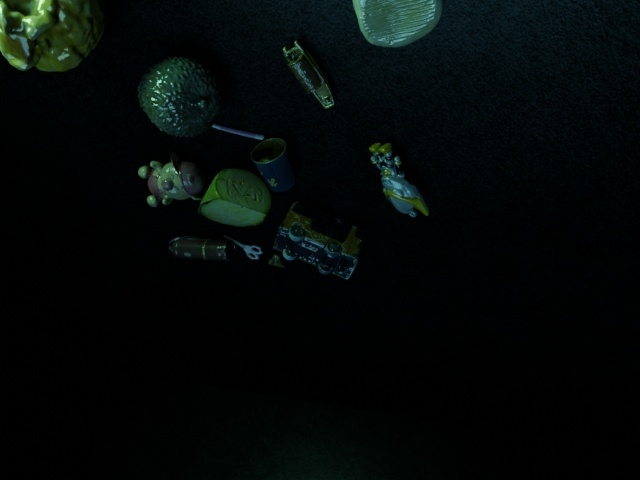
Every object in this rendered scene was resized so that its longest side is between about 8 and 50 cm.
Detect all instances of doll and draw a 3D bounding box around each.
[{"bbox_3d":[-0.575,-0.233,2.006,0.255,0.152,0.196,-7,135,26],"label":"doll"},{"bbox_3d":[0.267,-0.197,1.770,0.145,0.103,0.316,-8,128,33],"label":"doll"}]

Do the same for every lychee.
[{"bbox_3d":[-0.449,-0.461,1.656,0.274,0.255,0.255,27,152,43],"label":"lychee"}]

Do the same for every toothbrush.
[{"bbox_3d":[-0.336,-0.396,1.837,0.286,0.020,0.025,14,148,6],"label":"toothbrush"}]

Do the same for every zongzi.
[{"bbox_3d":[-0.181,0.091,2.309,0.083,0.040,0.076,21,134,-21],"label":"zongzi"}]

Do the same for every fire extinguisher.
[{"bbox_3d":[-0.551,0.044,2.341,0.340,0.105,0.142,2,141,20],"label":"fire extinguisher"}]

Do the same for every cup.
[{"bbox_3d":[-0.173,-0.271,1.848,0.176,0.131,0.155,27,154,39],"label":"cup"}]

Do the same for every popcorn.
[{"bbox_3d":[-0.799,-0.689,1.467,0.344,0.354,0.390,34,98,12],"label":"popcorn"}]

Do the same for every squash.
[{"bbox_3d":[-0.359,-0.115,2.006,0.233,0.210,0.309,17,136,-26],"label":"squash"}]

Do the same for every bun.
[{"bbox_3d":[0.195,-0.610,1.310,0.230,0.133,0.231,6,145,4],"label":"bun"}]

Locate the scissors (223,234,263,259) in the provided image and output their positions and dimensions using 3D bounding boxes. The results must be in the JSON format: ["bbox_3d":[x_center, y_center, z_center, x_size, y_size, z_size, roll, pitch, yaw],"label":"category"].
[{"bbox_3d":[-0.350,0.024,2.315,0.188,0.015,0.100,30,137,-10],"label":"scissors"}]

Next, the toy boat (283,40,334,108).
[{"bbox_3d":[-0.032,-0.493,1.561,0.068,0.088,0.226,-16,128,33],"label":"toy boat"}]

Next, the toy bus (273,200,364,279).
[{"bbox_3d":[0.000,0.000,2.017,0.323,0.194,0.162,22,139,1],"label":"toy bus"}]
